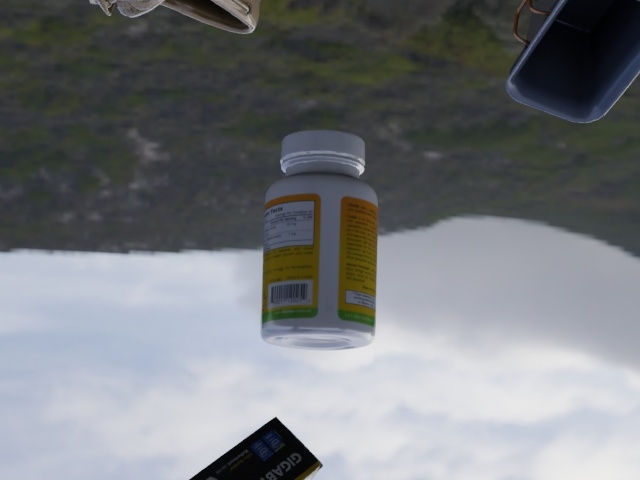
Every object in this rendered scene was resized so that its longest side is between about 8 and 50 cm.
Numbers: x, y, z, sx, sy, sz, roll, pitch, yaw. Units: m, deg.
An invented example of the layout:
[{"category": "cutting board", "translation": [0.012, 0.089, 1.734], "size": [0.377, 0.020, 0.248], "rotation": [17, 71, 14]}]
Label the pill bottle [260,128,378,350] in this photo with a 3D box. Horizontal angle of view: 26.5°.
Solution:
[{"category": "pill bottle", "translation": [0.000, 0.000, 1.610], "size": [0.136, 0.246, 0.136], "rotation": [2, 167, 0]}]

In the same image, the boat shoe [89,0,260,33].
[{"category": "boat shoe", "translation": [-0.169, -0.265, 1.269], "size": [0.121, 0.110, 0.341], "rotation": [7, -178, 42]}]

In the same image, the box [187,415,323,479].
[{"category": "box", "translation": [-0.165, 0.339, 1.358], "size": [0.079, 0.257, 0.322], "rotation": [44, -135, 15]}]

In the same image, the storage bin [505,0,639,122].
[{"category": "storage bin", "translation": [0.199, -0.173, 1.039], "size": [0.098, 0.135, 0.091], "rotation": [18, -128, -9]}]
